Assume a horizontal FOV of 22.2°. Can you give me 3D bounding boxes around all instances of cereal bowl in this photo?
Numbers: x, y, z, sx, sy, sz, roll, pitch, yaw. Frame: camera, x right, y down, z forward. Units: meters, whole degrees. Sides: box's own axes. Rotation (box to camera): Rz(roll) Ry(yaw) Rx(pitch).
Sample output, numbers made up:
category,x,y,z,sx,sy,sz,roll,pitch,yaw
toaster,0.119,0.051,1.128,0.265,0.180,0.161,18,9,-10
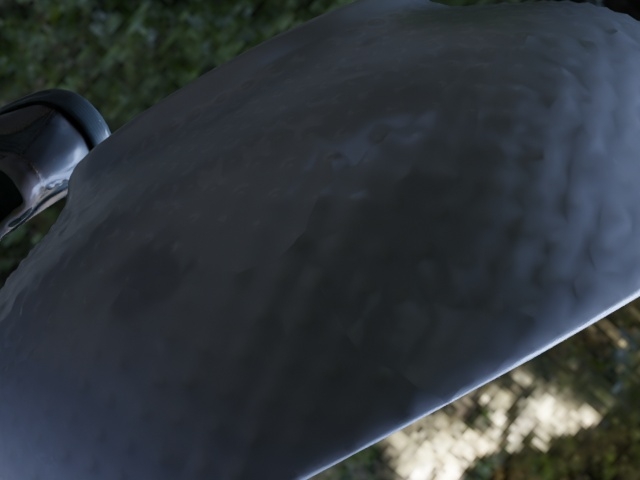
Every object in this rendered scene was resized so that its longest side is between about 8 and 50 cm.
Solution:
category,x,y,z,sx,sy,sz,roll,pitch,yaw
cereal bowl,0.000,0.000,0.654,0.339,0.141,0.339,-29,178,-1

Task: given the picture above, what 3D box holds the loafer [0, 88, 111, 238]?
category,x,y,z,sx,sy,sz,roll,pitch,yaw
loafer,-0.250,-0.028,1.114,0.267,0.096,0.084,-24,-163,44
